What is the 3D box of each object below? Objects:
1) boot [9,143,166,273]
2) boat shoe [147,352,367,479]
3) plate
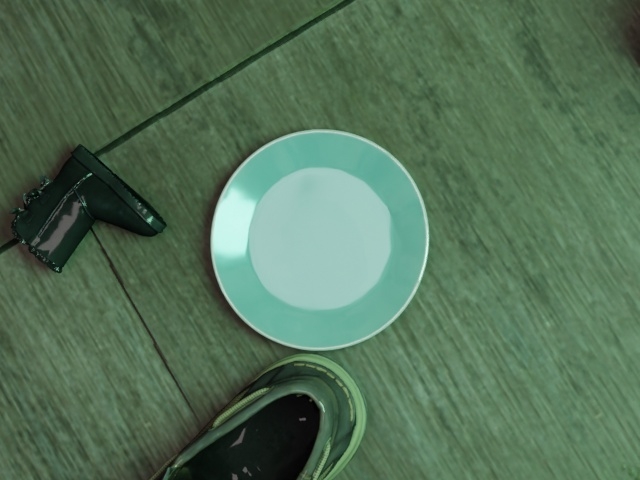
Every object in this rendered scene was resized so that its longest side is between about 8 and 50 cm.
[{"bbox_3d":[-0.204,-0.015,1.322,0.121,0.045,0.099,41,90,19],"label":"boot"},{"bbox_3d":[-0.108,0.232,1.237,0.132,0.130,0.355,38,92,12],"label":"boat shoe"},{"bbox_3d":[0.000,0.000,1.294,0.188,0.024,0.188,-1,84,10],"label":"plate"}]
